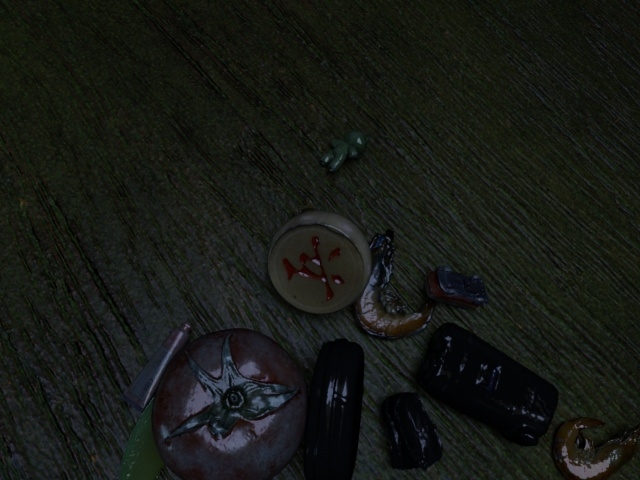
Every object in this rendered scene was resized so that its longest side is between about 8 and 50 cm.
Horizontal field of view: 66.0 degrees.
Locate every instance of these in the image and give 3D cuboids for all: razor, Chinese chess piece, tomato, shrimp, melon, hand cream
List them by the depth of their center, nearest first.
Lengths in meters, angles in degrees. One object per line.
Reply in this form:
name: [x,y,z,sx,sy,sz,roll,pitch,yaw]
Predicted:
tomato: [-0.180,0.338,1.001,0.316,0.282,0.317,4,66,-8]
melon: [-0.367,0.461,1.062,0.114,0.053,0.262,24,71,-20]
hand cream: [-0.365,0.279,1.119,0.067,0.043,0.210,23,67,23]
Chinese chess piece: [-0.002,0.051,1.165,0.249,0.250,0.103,29,24,1]
razor: [0.402,0.348,1.194,0.326,0.107,0.189,31,68,1]
shrimp: [0.688,0.504,1.215,0.248,0.068,0.150,-16,69,-10]
shrimp: [0.200,0.115,1.270,0.222,0.054,0.291,11,72,-5]

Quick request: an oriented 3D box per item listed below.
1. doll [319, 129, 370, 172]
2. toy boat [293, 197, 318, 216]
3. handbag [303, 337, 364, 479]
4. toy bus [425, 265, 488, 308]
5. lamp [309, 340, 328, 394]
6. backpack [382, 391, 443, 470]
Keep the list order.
doll: [0.069,-0.248,1.380,0.150,0.077,0.115,-38,43,-9]
toy boat: [0.000,0.000,1.255,0.068,0.088,0.226,-32,78,18]
handbag: [0.037,0.362,1.043,0.093,0.254,0.308,5,85,13]
toy bus: [0.342,0.123,1.255,0.174,0.077,0.079,16,55,-28]
lamp: [-0.024,0.332,1.156,0.056,0.050,0.198,37,67,1]
backpack: [0.208,0.433,1.130,0.105,0.120,0.165,2,68,-32]
